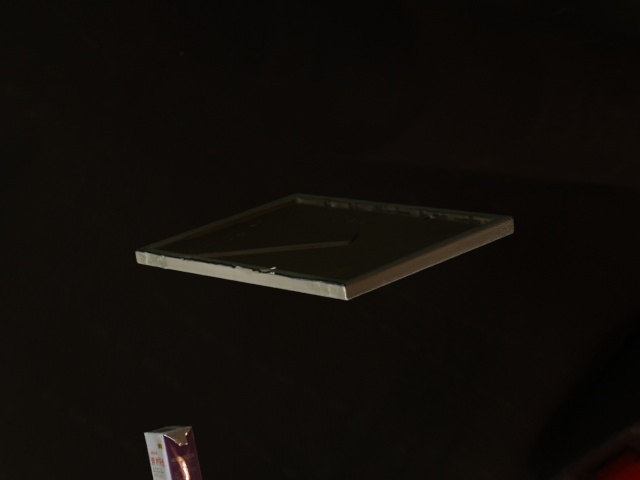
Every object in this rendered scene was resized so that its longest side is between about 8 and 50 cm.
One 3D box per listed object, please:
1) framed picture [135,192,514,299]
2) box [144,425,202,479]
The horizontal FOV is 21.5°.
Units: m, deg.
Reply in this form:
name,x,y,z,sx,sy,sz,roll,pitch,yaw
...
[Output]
name,x,y,z,sx,sy,sz,roll,pitch,yaw
framed picture,0.000,0.000,1.315,0.184,0.250,0.016,-21,109,-40
box,-0.145,0.248,1.723,0.036,0.051,0.117,-12,93,-30
